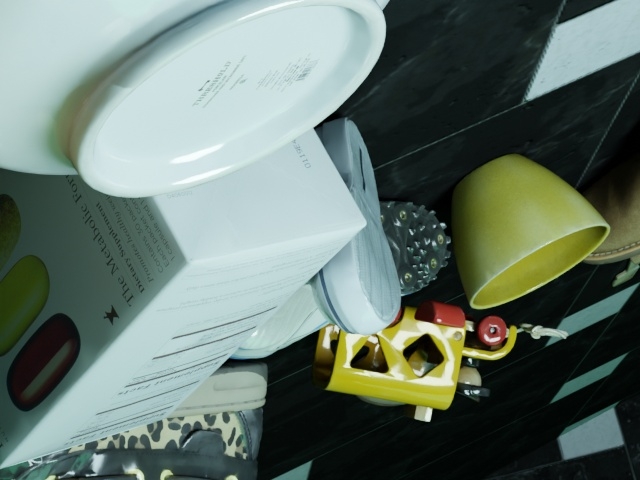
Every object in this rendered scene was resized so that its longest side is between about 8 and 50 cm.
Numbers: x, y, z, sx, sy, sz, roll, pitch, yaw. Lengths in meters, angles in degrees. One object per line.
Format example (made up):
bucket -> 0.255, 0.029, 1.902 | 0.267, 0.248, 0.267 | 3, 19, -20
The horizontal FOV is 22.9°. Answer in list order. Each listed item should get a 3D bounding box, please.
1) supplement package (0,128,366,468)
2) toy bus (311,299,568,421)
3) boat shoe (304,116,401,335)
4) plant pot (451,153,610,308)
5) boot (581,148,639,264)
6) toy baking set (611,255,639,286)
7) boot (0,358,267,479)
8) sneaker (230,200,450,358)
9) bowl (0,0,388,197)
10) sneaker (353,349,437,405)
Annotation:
supplement package -> -0.114, 0.010, 0.925 | 0.134, 0.139, 0.244 | -13, 156, -44
toy bus -> 0.091, 0.109, 1.429 | 0.202, 0.104, 0.191 | 9, 176, 34
boat shoe -> 0.000, 0.000, 1.005 | 0.076, 0.083, 0.226 | -23, -157, 11
plant pot -> 0.163, -0.016, 1.345 | 0.134, 0.095, 0.134 | -26, 163, -9
boot -> 0.323, -0.084, 1.452 | 0.115, 0.112, 0.305 | 27, 133, -33
toy baking set -> 0.455, -0.005, 1.930 | 0.256, 0.030, 0.197 | -35, 162, 19
boot -> -0.193, 0.244, 1.181 | 0.377, 0.284, 0.138 | -8, -174, -40
sneaker -> 0.001, 0.027, 1.270 | 0.237, 0.085, 0.086 | -21, -173, -30
bowl -> -0.065, -0.111, 0.670 | 0.298, 0.134, 0.298 | -25, 162, -8
sneaker -> 0.080, 0.163, 1.773 | 0.071, 0.066, 0.188 | -38, 160, 31
